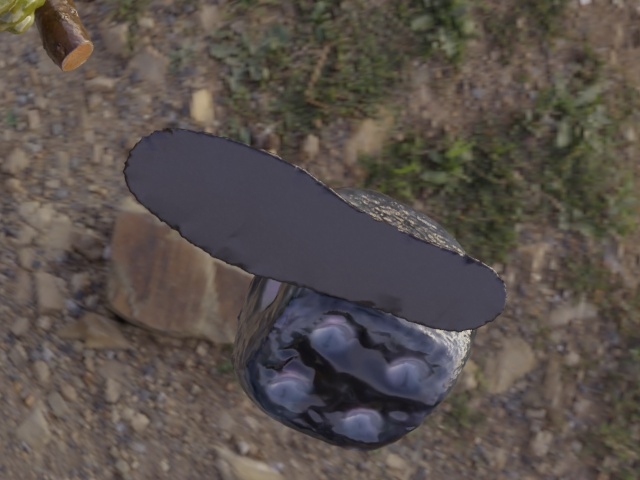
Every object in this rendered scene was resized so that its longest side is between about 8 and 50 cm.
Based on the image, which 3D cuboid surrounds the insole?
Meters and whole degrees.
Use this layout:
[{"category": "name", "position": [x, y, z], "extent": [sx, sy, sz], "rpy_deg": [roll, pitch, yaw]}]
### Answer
[{"category": "insole", "position": [0.000, 0.000, 1.067], "extent": [0.328, 0.007, 0.111], "rpy_deg": [23, 127, -18]}]

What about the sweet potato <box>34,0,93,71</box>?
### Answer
[{"category": "sweet potato", "position": [-0.358, -0.315, 1.608], "extent": [0.059, 0.067, 0.281], "rpy_deg": [-45, 77, 25]}]

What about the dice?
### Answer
[{"category": "dice", "position": [0.032, 0.073, 1.297], "extent": [0.183, 0.182, 0.181], "rpy_deg": [27, 38, -15]}]

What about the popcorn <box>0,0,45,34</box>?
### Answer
[{"category": "popcorn", "position": [-0.389, -0.306, 1.452], "extent": [0.256, 0.255, 0.195], "rpy_deg": [-60, 149, -24]}]
